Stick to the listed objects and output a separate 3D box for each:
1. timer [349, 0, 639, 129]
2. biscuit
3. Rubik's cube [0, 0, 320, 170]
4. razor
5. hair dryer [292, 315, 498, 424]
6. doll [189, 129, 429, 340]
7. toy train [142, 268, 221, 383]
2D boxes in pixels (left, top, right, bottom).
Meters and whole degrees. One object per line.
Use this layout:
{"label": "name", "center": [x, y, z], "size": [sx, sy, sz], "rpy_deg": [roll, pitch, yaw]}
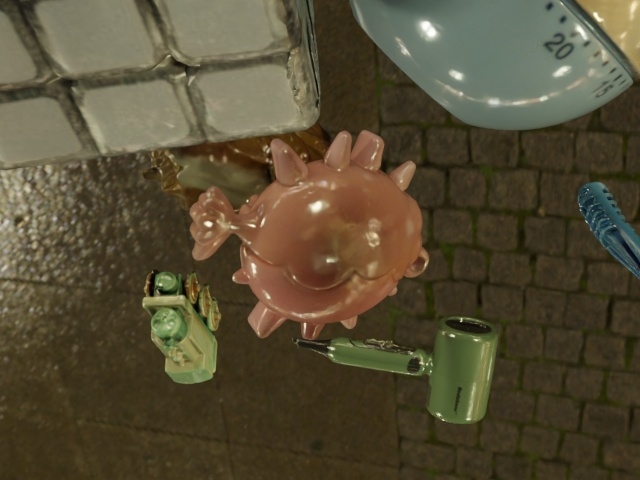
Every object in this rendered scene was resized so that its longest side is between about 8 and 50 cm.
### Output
{"label": "timer", "center": [0.131, -0.147, 0.422], "size": [0.256, 0.175, 0.175], "rpy_deg": [-23, 113, 25]}
{"label": "biscuit", "center": [-0.116, -0.128, 1.131], "size": [0.268, 0.366, 0.115], "rpy_deg": [11, 113, -34]}
{"label": "Rubik's cube", "center": [-0.132, -0.182, 0.369], "size": [0.238, 0.236, 0.237], "rpy_deg": [-5, 146, 5]}
{"label": "razor", "center": [0.302, 0.031, 0.907], "size": [0.042, 0.253, 0.082], "rpy_deg": [-3, 131, -11]}
{"label": "hair dryer", "center": [0.052, 0.088, 0.709], "size": [0.150, 0.047, 0.071], "rpy_deg": [8, 103, 3]}
{"label": "doll", "center": [0.000, 0.000, 0.875], "size": [0.262, 0.093, 0.211], "rpy_deg": [4, 114, -32]}
{"label": "toy train", "center": [-0.192, 0.118, 1.341], "size": [0.081, 0.125, 0.194], "rpy_deg": [-5, 153, 8]}
